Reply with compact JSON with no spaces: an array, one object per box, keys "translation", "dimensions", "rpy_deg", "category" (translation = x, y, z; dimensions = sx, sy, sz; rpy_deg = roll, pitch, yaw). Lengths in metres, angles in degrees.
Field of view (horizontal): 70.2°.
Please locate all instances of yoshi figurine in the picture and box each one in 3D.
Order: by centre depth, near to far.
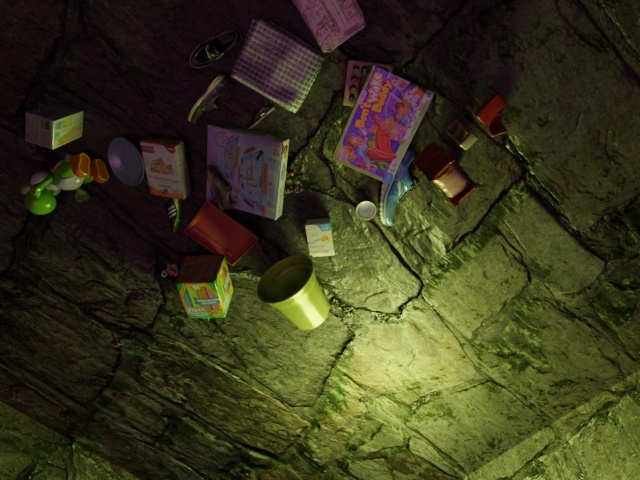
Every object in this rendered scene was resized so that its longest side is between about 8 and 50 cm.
[{"translation":[-1.054,-0.210,1.844],"dimensions":[0.363,0.203,0.203],"rpy_deg":[-18,120,15],"category":"yoshi figurine"}]

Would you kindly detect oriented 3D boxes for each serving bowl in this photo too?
[{"translation":[0.188,-0.128,1.881],"dimensions":[0.084,0.027,0.083],"rpy_deg":[1,115,3],"category":"serving bowl"}]

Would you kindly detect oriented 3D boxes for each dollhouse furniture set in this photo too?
[{"translation":[0.546,-0.333,1.656],"dimensions":[0.201,0.152,0.374],"rpy_deg":[29,114,-37],"category":"dollhouse furniture set"}]

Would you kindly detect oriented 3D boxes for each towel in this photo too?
[{"translation":[0.016,-0.807,1.552],"dimensions":[0.187,0.049,0.282],"rpy_deg":[-31,110,17],"category":"towel"},{"translation":[-0.156,-0.620,1.616],"dimensions":[0.284,0.121,0.235],"rpy_deg":[27,114,-9],"category":"towel"}]

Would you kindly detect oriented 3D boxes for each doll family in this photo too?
[{"translation":[-0.158,-0.236,1.830],"dimensions":[0.193,0.076,0.111],"rpy_deg":[-20,118,16],"category":"doll family"}]

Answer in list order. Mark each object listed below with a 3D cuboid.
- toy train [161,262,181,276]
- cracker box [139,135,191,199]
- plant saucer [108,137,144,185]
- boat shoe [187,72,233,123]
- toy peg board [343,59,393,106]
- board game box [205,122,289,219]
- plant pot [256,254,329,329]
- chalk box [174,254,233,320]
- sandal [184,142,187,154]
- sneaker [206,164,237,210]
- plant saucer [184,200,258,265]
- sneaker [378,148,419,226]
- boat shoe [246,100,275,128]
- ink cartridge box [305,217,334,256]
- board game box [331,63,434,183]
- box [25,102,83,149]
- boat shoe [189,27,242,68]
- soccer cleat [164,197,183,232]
[{"translation":[-0.645,0.176,2.079],"dimensions":[0.166,0.046,0.125],"rpy_deg":[32,114,-12],"category":"toy train"},{"translation":[-0.611,-0.286,1.808],"dimensions":[0.156,0.067,0.232],"rpy_deg":[10,124,14],"category":"cracker box"},{"translation":[-0.770,-0.319,1.830],"dimensions":[0.195,0.037,0.194],"rpy_deg":[12,118,24],"category":"plant saucer"},{"translation":[-0.411,-0.519,1.706],"dimensions":[0.073,0.080,0.223],"rpy_deg":[40,108,-9],"category":"boat shoe"},{"translation":[0.170,-0.556,1.646],"dimensions":[0.161,0.079,0.160],"rpy_deg":[7,116,1],"category":"toy peg board"},{"translation":[-0.292,-0.271,1.783],"dimensions":[0.318,0.066,0.318],"rpy_deg":[16,117,13],"category":"board game box"},{"translation":[-0.093,0.244,1.975],"dimensions":[0.276,0.276,0.253],"rpy_deg":[-24,124,15],"category":"plant pot"},{"translation":[-0.497,0.226,2.007],"dimensions":[0.179,0.180,0.288],"rpy_deg":[-2,129,5],"category":"chalk box"},{"translation":[-0.586,-0.335,1.835],"dimensions":[0.067,0.040,0.179],"rpy_deg":[39,127,-8],"category":"sandal"},{"translation":[-0.383,-0.212,1.779],"dimensions":[0.071,0.066,0.188],"rpy_deg":[-13,114,8],"category":"sneaker"},{"translation":[-0.413,-0.035,1.921],"dimensions":[0.259,0.047,0.258],"rpy_deg":[38,135,-13],"category":"plant saucer"},{"translation":[0.306,-0.204,1.781],"dimensions":[0.147,0.129,0.329],"rpy_deg":[9,116,3],"category":"sneaker"},{"translation":[-0.234,-0.475,1.733],"dimensions":[0.133,0.049,0.042],"rpy_deg":[-38,102,18],"category":"boat shoe"},{"translation":[0.000,0.000,1.938],"dimensions":[0.105,0.061,0.181],"rpy_deg":[-5,116,7],"category":"ink cartridge box"},{"translation":[0.212,-0.405,1.612],"dimensions":[0.234,0.078,0.347],"rpy_deg":[22,111,-5],"category":"board game box"},{"translation":[-0.998,-0.435,1.719],"dimensions":[0.103,0.203,0.114],"rpy_deg":[17,118,-4],"category":"box"},{"translation":[-0.383,-0.687,1.626],"dimensions":[0.219,0.070,0.077],"rpy_deg":[-27,111,16],"category":"boat shoe"},{"translation":[-0.625,-0.122,1.931],"dimensions":[0.073,0.060,0.178],"rpy_deg":[14,110,8],"category":"soccer cleat"}]
